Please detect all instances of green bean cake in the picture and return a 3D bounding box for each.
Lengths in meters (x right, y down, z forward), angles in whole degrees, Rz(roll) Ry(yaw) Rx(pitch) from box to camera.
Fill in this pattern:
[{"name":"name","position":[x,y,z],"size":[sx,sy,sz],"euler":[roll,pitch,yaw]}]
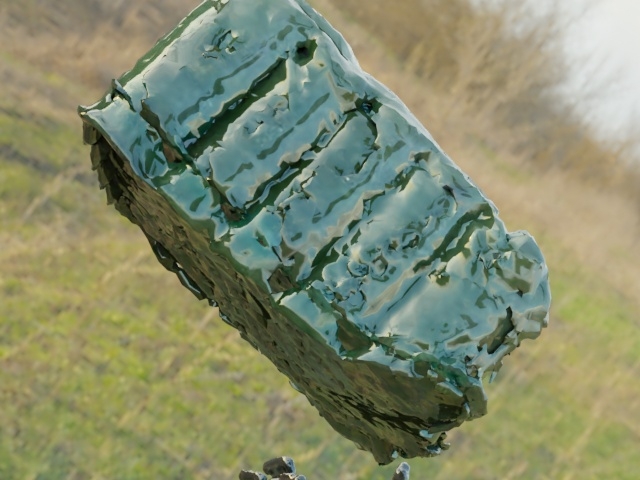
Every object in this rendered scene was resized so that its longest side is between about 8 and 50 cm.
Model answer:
[{"name":"green bean cake","position":[0.000,0.000,0.792],"size":[0.255,0.132,0.241],"euler":[42,-15,8]}]

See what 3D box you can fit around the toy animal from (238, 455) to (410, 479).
[{"name":"toy animal","position":[0.024,0.269,1.133],"size":[0.084,0.148,0.232],"euler":[-10,72,-53]}]
